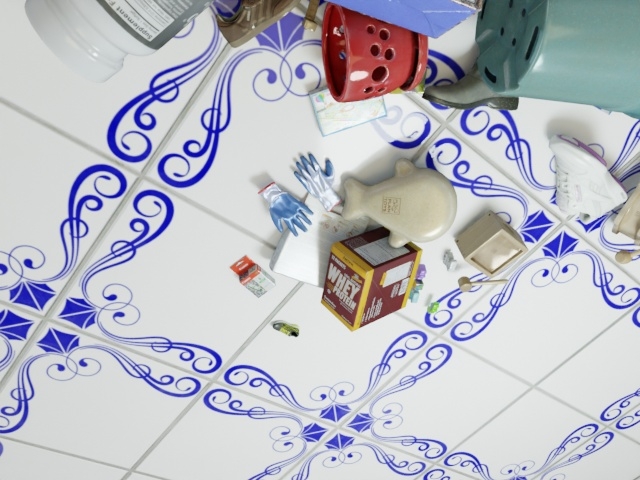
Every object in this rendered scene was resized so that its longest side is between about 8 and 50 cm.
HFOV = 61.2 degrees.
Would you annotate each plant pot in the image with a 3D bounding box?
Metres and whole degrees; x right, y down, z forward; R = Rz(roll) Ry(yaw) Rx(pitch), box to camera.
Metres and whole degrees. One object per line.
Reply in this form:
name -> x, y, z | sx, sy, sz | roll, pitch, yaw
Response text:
plant pot -> 0.106, -0.369, 1.044 | 0.174, 0.191, 0.191 | -8, 126, -10
plant pot -> 0.495, -0.396, 1.002 | 0.334, 0.341, 0.341 | -2, 125, -12

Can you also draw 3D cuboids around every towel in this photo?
towel -> 0.190, -0.349, 1.185 | 0.083, 0.009, 0.060 | -2, 124, -10

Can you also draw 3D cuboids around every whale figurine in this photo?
whale figurine -> 0.190, -0.093, 1.307 | 0.272, 0.141, 0.216 | 4, 104, 12

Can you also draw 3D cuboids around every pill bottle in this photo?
pill bottle -> -0.295, -0.445, 0.898 | 0.363, 0.210, 0.210 | -34, 124, 14

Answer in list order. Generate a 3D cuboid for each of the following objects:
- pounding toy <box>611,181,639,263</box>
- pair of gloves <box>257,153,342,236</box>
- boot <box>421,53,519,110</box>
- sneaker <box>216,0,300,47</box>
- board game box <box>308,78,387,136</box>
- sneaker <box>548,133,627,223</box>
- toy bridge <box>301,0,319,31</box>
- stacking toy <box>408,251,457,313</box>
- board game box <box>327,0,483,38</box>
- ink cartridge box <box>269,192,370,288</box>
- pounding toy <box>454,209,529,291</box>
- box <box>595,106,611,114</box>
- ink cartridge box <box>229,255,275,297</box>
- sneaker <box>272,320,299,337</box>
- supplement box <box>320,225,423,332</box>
pounding toy -> 0.875, -0.052, 1.420 | 0.154, 0.155, 0.270 | 3, 119, -54
pair of gloves -> -0.040, -0.106, 1.280 | 0.198, 0.023, 0.159 | -37, 119, 3
boot -> 0.339, -0.370, 1.167 | 0.246, 0.083, 0.161 | -4, 118, -18
sneaker -> -0.112, -0.444, 1.023 | 0.188, 0.066, 0.071 | -33, 123, 12
board game box -> 0.062, -0.299, 1.184 | 0.154, 0.026, 0.103 | -18, 126, 1
sneaker -> 0.647, -0.143, 1.356 | 0.305, 0.114, 0.152 | 35, 111, -30
toy bridge -> 0.007, -0.488, 1.017 | 0.026, 0.063, 0.188 | 16, 119, -21
stacking toy -> 0.266, 0.118, 1.508 | 0.166, 0.052, 0.221 | 3, 126, -12
board game box -> 0.153, -0.525, 0.889 | 0.232, 0.141, 0.291 | 12, 87, -19
ink cartridge box -> 0.000, 0.000, 1.381 | 0.189, 0.066, 0.232 | 21, 97, -23
pounding toy -> 0.444, 0.045, 1.465 | 0.181, 0.094, 0.206 | 30, 119, -31
box -> 0.674, -0.389, 1.233 | 0.109, 0.042, 0.178 | 18, 119, -22
ink cartridge box -> -0.177, 0.096, 1.411 | 0.063, 0.029, 0.115 | -35, 124, 14
sneaker -> -0.095, 0.252, 1.533 | 0.083, 0.035, 0.031 | 13, 120, -20
supplement box -> 0.126, 0.092, 1.361 | 0.194, 0.129, 0.191 | -18, 132, -36
